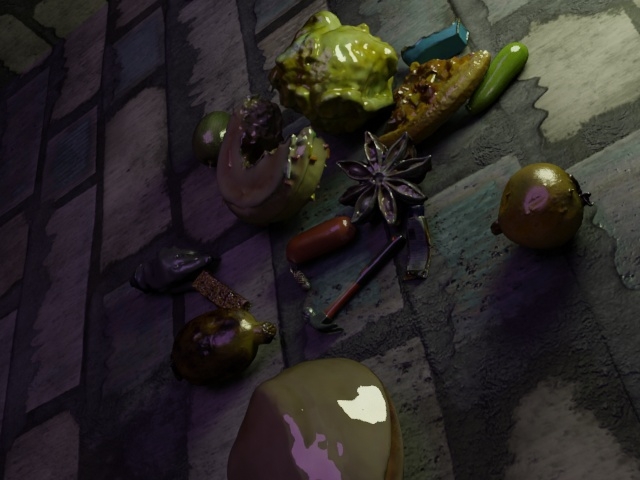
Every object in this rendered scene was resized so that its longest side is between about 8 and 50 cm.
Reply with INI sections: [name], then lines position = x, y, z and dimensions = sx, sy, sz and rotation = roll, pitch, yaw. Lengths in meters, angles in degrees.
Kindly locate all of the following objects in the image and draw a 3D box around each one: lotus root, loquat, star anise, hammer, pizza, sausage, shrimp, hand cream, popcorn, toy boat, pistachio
[lotus root]
position = -0.239, 0.243, 1.997
dimensions = 0.314, 0.141, 0.169
rotation = -24, 50, 25
[loquat]
position = 0.416, -0.059, 1.644
dimensions = 0.204, 0.149, 0.172
rotation = -34, 46, 34
[star anise]
position = 0.152, -0.136, 1.972
dimensions = 0.236, 0.109, 0.223
rotation = 5, 86, 28
[hammer]
position = 0.083, 0.094, 1.910
dimensions = 0.287, 0.033, 0.111
rotation = -47, 40, 2
[pizza]
position = 0.258, -0.321, 1.995
dimensions = 0.268, 0.087, 0.257
rotation = 4, 66, 58
[sausage]
position = 0.000, 0.000, 2.027
dimensions = 0.194, 0.077, 0.077
rotation = -23, 47, 24
[shrimp]
position = -0.053, 0.085, 2.033
dimensions = 0.029, 0.038, 0.092
rotation = -45, 41, 3
[hand cream]
position = 0.209, 0.005, 1.852
dimensions = 0.062, 0.039, 0.163
rotation = -5, 79, 35
[popcorn]
position = 0.041, -0.400, 2.134
dimensions = 0.312, 0.312, 0.312
rotation = -23, 47, 27
[toy boat]
position = 0.285, -0.495, 2.150
dimensions = 0.186, 0.075, 0.077
rotation = -26, 48, 31
[pistachio]
position = -0.010, 0.415, 1.554
dimensions = 0.365, 0.281, 0.445
rotation = -26, 41, 30

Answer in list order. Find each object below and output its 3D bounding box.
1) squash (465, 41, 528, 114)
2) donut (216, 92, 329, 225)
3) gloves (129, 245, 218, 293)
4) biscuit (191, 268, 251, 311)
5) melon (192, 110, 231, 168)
[squash]
position = 0.404, -0.373, 1.962
dimensions = 0.201, 0.066, 0.066
rotation = -51, 40, 3
[donut]
position = -0.132, -0.189, 2.179
dimensions = 0.371, 0.150, 0.307
rotation = 40, 110, 49
[gloves]
position = -0.399, 0.088, 2.302
dimensions = 0.286, 0.119, 0.142
rotation = -20, 79, 26
[biscuit]
position = -0.253, 0.137, 2.157
dimensions = 0.199, 0.034, 0.064
rotation = 31, 84, 42
[melon]
position = -0.302, -0.288, 2.465
dimensions = 0.139, 0.139, 0.192
rotation = -14, 52, 34
